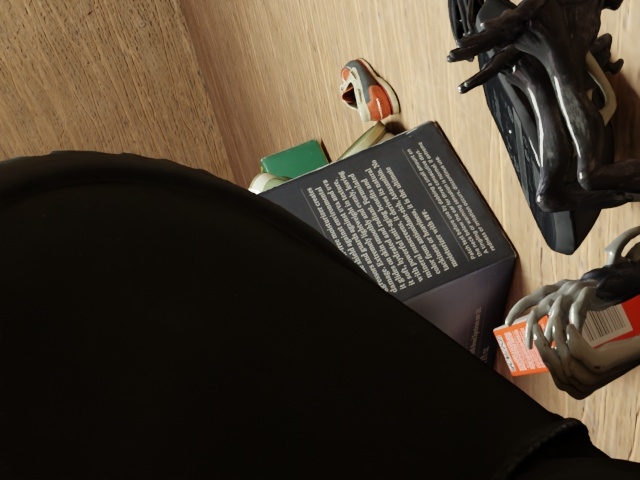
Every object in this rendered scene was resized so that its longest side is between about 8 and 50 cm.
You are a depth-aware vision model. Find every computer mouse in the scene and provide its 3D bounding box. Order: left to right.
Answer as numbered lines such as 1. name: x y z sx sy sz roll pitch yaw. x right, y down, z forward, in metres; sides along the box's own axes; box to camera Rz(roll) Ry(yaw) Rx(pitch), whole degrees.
1. computer mouse: 0.130 -0.130 0.644 0.184 0.060 0.262 70 -176 -46

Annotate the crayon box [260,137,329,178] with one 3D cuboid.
1. crayon box: 0.006 0.044 1.708 0.363 0.106 0.313 98 149 -74

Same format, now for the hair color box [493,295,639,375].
1. hair color box: 0.182 0.065 0.756 0.141 0.072 0.043 115 132 -80

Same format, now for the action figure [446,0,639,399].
1. action figure: 0.157 0.018 0.501 0.275 0.141 0.164 59 180 6

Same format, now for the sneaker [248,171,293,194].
1. sneaker: 0.000 0.000 1.159 0.086 0.064 0.192 10 148 45

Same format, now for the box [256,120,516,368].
1. box: 0.020 0.076 1.054 0.296 0.294 0.182 81 165 -60

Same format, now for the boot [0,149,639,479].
1. boot: 0.102 0.120 0.280 0.367 0.146 0.445 26 179 -38

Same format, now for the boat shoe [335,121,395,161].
1. boat shoe: 0.053 -0.051 1.220 0.103 0.113 0.302 47 168 3

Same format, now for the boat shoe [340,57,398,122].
1. boat shoe: 0.044 -0.165 1.142 0.137 0.043 0.049 -123 12 -59
